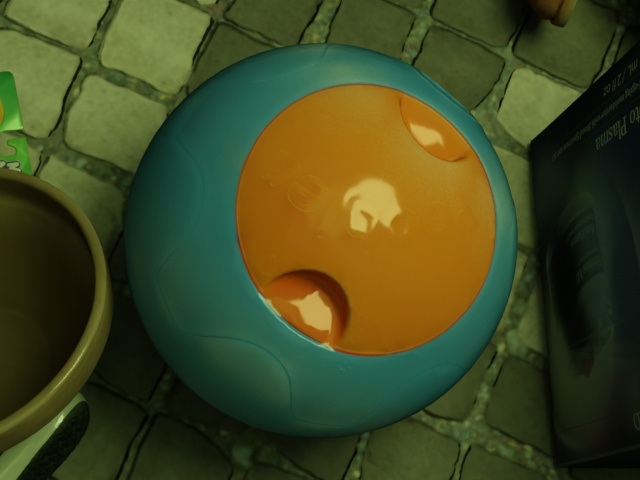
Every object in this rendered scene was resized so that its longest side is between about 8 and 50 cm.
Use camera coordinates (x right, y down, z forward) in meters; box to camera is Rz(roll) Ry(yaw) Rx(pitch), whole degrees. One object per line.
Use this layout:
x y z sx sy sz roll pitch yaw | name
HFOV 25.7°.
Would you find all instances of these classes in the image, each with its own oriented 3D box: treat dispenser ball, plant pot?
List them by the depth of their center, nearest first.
-0.261 0.071 1.025 0.237 0.110 0.237 -3 55 4 | plant pot
0.000 0.000 1.032 0.288 0.288 0.288 2 75 -9 | treat dispenser ball

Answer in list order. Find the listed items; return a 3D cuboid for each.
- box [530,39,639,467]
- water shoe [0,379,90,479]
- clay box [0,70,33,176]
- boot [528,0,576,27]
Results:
0.296 0.018 1.076 0.182 0.296 0.294 0 76 -11 | box
-0.266 0.179 1.064 0.080 0.073 0.203 36 66 22 | water shoe
-0.343 -0.056 1.108 0.222 0.053 0.127 -9 80 -14 | clay box
0.120 -0.320 1.223 0.220 0.109 0.283 1 75 -13 | boot
